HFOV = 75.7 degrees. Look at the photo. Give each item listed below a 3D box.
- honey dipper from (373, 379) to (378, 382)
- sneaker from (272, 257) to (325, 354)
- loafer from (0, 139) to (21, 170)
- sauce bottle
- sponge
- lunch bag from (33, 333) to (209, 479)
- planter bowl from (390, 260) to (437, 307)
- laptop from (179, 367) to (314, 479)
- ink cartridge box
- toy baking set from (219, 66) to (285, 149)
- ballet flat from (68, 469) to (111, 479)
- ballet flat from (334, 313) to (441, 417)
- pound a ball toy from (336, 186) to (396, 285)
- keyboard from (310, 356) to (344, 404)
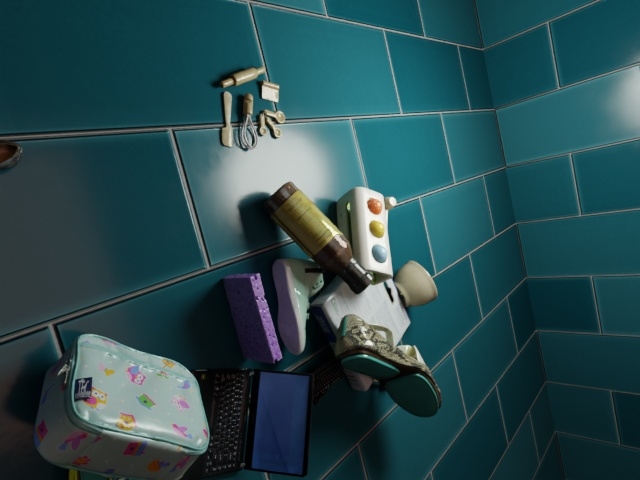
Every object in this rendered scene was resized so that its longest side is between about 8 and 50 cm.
[{"bbox_3d":[0.180,0.460,1.350,0.160,0.030,0.031,18,72,-39],"label":"honey dipper"},{"bbox_3d":[-0.038,0.170,1.116,0.151,0.094,0.256,-4,86,-42],"label":"sneaker"},{"bbox_3d":[-0.566,-0.122,0.649,0.170,0.061,0.062,-43,116,-39],"label":"loafer"},{"bbox_3d":[0.000,0.000,1.093,0.344,0.111,0.111,47,52,-5],"label":"sauce bottle"},{"bbox_3d":[-0.164,0.183,0.975,0.031,0.117,0.210,-22,100,-46],"label":"sponge"},{"bbox_3d":[-0.338,0.286,0.725,0.108,0.224,0.279,-45,127,7],"label":"lunch bag"},{"bbox_3d":[0.315,0.168,1.449,0.109,0.162,0.162,-31,109,-15],"label":"planter bowl"},{"bbox_3d":[-0.161,0.418,0.933,0.264,0.136,0.235,15,73,-43],"label":"laptop"},{"bbox_3d":[0.141,0.238,1.311,0.330,0.071,0.324,-42,113,-43],"label":"ink cartridge box"},{"bbox_3d":[-0.180,-0.351,1.090,0.256,0.030,0.197,-36,110,-42],"label":"toy baking set"},{"bbox_3d":[-0.407,0.438,0.722,0.077,0.077,0.231,4,88,-43],"label":"ballet flat"},{"bbox_3d":[0.217,0.359,1.229,0.482,0.163,0.182,42,36,-32],"label":"ballet flat"},{"bbox_3d":[0.173,-0.029,1.274,0.208,0.135,0.320,15,60,-30],"label":"pound a ball toy"},{"bbox_3d":[0.001,0.408,1.161,0.180,0.023,0.108,-21,118,-39],"label":"keyboard"}]
